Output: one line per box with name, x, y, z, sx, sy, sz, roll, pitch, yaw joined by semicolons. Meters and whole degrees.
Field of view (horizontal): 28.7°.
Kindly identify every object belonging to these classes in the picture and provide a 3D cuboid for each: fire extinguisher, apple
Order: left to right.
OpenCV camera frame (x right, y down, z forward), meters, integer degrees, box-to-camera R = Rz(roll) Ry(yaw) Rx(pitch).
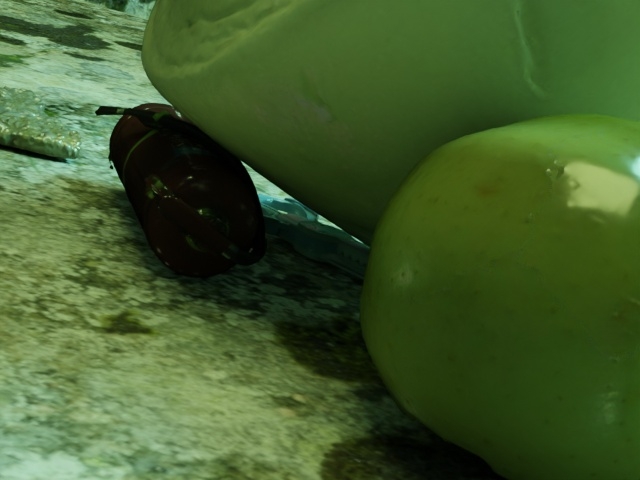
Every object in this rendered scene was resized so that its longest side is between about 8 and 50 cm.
fire extinguisher;-0.130;-0.053;1.107;0.141;0.105;0.341;33;6;-22
apple;0.158;0.039;0.815;0.279;0.279;0.279;13;14;-3

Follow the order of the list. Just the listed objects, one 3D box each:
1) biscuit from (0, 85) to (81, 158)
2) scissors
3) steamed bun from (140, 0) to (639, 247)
biscuit;-0.360;-0.140;1.397;0.133;0.032;0.250;5;17;-29
scissors;0.000;0.000;1.203;0.256;0.030;0.125;27;17;39
steamed bun;0.094;-0.165;1.004;0.371;0.290;0.456;31;-41;-32
